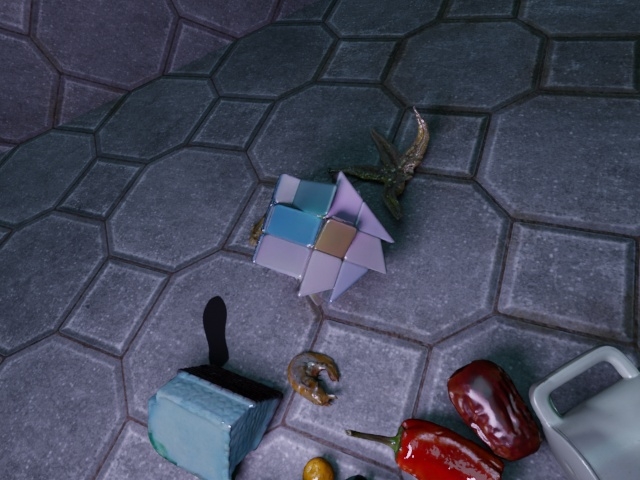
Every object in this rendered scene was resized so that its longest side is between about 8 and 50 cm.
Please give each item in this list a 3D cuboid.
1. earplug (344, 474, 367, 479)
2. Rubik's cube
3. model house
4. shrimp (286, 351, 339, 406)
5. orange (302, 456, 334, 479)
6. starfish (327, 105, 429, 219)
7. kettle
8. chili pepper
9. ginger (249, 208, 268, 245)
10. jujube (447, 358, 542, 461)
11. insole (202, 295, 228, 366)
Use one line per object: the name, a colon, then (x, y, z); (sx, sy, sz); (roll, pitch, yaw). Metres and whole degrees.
earplug: (0.104, 0.652, 0.925); (0.280, 0.164, 0.258); (-11, 91, 23)
Rubik's cube: (0.000, 0.000, 1.269); (0.367, 0.358, 0.388); (19, 88, -12)
model house: (-0.273, 0.454, 1.142); (0.280, 0.230, 0.248); (16, 22, 22)
shrimp: (-0.013, 0.380, 1.178); (0.132, 0.052, 0.187); (-43, 53, -14)
orange: (-0.005, 0.576, 1.032); (0.083, 0.070, 0.083); (-23, 31, 15)
starfish: (0.238, -0.284, 1.509); (0.383, 0.132, 0.398); (27, 81, 37)
kettle: (0.643, 0.375, 0.872); (0.317, 0.265, 0.205); (-29, 13, 0)
chili pepper: (0.236, 0.486, 0.979); (0.338, 0.135, 0.131); (18, 50, 22)
ginger: (-0.145, -0.088, 1.523); (0.131, 0.086, 0.294); (41, 83, 24)
jujube: (0.403, 0.393, 0.988); (0.155, 0.155, 0.230); (-27, 58, -2)
insole: (-0.338, 0.292, 1.364); (0.086, 0.005, 0.253); (-19, 53, 5)
